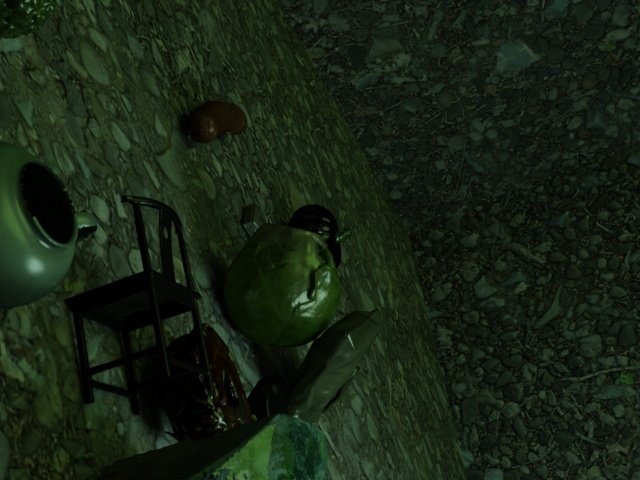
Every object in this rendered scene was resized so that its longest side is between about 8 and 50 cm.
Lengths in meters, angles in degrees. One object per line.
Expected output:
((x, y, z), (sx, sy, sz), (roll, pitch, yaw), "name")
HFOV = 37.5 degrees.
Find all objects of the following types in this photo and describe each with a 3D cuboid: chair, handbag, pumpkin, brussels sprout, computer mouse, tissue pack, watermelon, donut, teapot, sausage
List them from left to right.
((-0.353, -0.022, 1.069), (0.294, 0.130, 0.193), (20, 51, -72), "teapot")
((-0.249, 0.088, 1.288), (0.154, 0.141, 0.260), (41, 32, -64), "chair")
((-0.163, 0.343, 1.176), (0.387, 0.258, 0.228), (-19, 106, -35), "watermelon")
((-0.175, 0.236, 1.415), (0.230, 0.096, 0.216), (46, 23, -76), "donut")
((-0.226, -0.262, 2.055), (0.087, 0.079, 0.326), (57, 13, -4), "sausage")
((-0.147, -0.037, 2.115), (0.083, 0.035, 0.063), (-93, 157, -58), "tissue pack")
((-0.097, 0.350, 1.633), (0.122, 0.074, 0.217), (31, 46, -65), "computer mouse")
((-0.070, 0.090, 1.811), (0.244, 0.244, 0.244), (-21, 90, -77), "brussels sprout")
((-0.013, 0.002, 2.370), (0.194, 0.150, 0.194), (-8, 100, -54), "pumpkin")
((0.020, 0.258, 1.922), (0.109, 0.253, 0.316), (34, 11, 7), "handbag")

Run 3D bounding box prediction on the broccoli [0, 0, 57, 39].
((-0.465, -0.381, 1.117), (0.254, 0.186, 0.302), (-18, 86, -37), "broccoli")
